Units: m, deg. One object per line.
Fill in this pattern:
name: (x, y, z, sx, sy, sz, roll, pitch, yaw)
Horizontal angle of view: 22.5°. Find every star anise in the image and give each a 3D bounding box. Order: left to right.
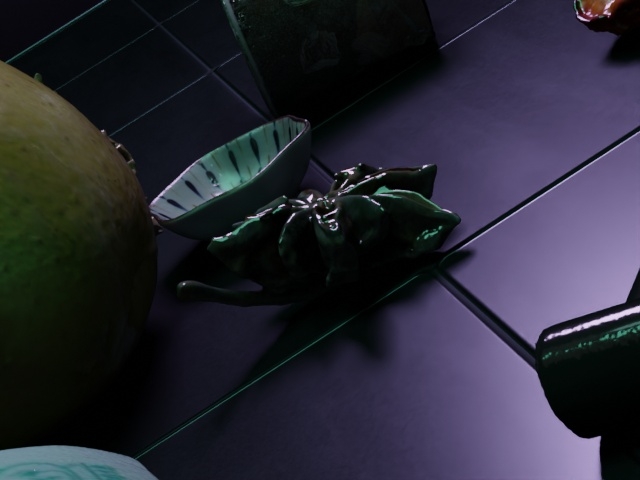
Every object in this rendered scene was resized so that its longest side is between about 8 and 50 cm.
star anise: (-0.001, 0.001, 1.327, 0.231, 0.089, 0.209, -23, 9, 7)

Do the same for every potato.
potato: (-0.312, 0.042, 1.424, 0.442, 0.319, 0.385, -86, 16, -56)

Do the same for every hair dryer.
hair dryer: (0.223, 0.032, 0.993, 0.114, 0.071, 0.248, -20, 14, 31)

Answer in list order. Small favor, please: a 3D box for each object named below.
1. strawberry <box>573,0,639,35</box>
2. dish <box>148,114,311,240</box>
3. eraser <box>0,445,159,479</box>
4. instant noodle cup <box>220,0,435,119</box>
strawberry: (0.341, -0.272, 1.481, 0.236, 0.111, 0.190, -54, 30, 6)
dish: (-0.076, -0.047, 1.581, 0.190, 0.066, 0.191, -29, 17, 10)
eraser: (-0.150, 0.208, 0.977, 0.189, 0.104, 0.290, -9, 11, -23)
instant noodle cup: (0.004, -0.266, 1.792, 0.207, 0.217, 0.217, -23, 21, 4)
